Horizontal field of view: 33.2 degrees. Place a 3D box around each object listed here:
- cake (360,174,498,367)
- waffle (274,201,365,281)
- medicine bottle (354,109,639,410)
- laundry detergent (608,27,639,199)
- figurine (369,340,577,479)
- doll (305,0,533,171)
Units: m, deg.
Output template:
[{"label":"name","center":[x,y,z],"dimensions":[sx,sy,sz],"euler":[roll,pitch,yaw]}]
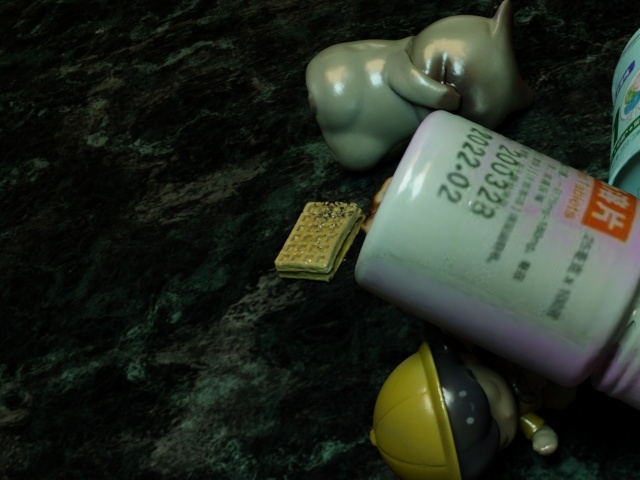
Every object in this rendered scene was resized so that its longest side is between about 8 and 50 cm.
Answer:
[{"label":"cake","center":[0.189,0.016,1.438],"dimensions":[0.196,0.198,0.293],"euler":[-44,36,-12]},{"label":"waffle","center":[-0.001,0.000,1.681],"dimensions":[0.102,0.042,0.148],"euler":[2,46,32]},{"label":"medicine bottle","center":[0.250,0.031,1.153],"dimensions":[0.388,0.219,0.219],"euler":[25,55,8]},{"label":"laundry detergent","center":[0.509,-0.139,1.344],"dimensions":[0.287,0.287,0.305],"euler":[-7,43,24]},{"label":"figurine","center":[0.180,0.196,1.258],"dimensions":[0.257,0.192,0.167],"euler":[-19,0,-28]},{"label":"doll","center":[0.140,-0.240,1.739],"dimensions":[0.370,0.215,0.226],"euler":[-8,25,25]}]
